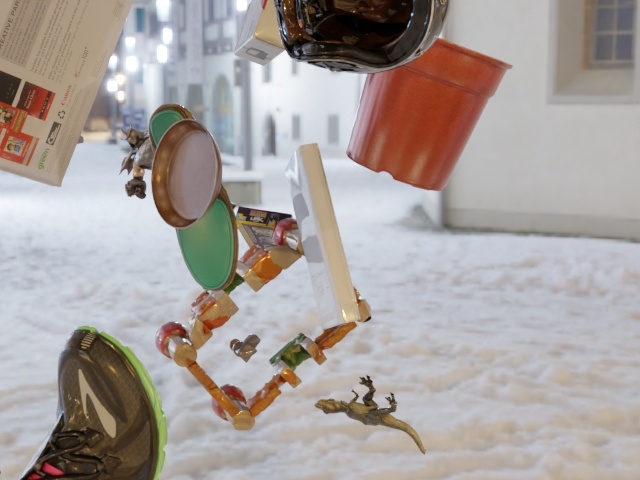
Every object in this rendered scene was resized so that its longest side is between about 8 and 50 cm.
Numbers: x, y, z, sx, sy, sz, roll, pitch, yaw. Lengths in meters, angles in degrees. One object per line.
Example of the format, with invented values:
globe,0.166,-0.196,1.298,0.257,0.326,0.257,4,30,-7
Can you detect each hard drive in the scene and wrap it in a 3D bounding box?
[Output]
hard drive,0.000,0.000,1.975,0.047,0.353,0.233,-13,-6,-11

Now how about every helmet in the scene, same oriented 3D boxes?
helmet,0.047,-0.246,0.984,0.162,0.169,0.169,-7,9,-16

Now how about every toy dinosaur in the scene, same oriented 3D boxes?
toy dinosaur,0.122,0.375,2.167,0.268,0.118,0.064,19,33,18

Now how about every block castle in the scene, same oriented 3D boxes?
block castle,-0.136,0.190,2.280,0.453,0.303,0.213,-42,20,-8

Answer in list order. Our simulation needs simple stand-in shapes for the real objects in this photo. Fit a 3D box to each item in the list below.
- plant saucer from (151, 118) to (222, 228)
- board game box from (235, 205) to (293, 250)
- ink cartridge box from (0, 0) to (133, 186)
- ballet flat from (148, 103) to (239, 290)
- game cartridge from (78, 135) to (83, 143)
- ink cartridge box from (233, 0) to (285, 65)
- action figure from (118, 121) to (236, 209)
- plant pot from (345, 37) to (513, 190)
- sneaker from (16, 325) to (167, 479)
plant saucer,-0.200,-0.101,1.489,0.029,0.168,0.168,4,3,-43
board game box,-0.124,-0.020,2.427,0.141,0.048,0.170,10,-23,16
ink cartridge box,-0.442,-0.264,1.352,0.130,0.309,0.272,24,2,35
ballet flat,-0.219,-0.083,1.753,0.116,0.342,0.124,-18,9,9
game cartridge,-0.461,-0.179,1.707,0.083,0.017,0.056,-10,29,-40
ink cartridge box,-0.104,-0.431,1.936,0.072,0.127,0.175,18,-6,-16
action figure,-0.297,-0.135,1.944,0.285,0.185,0.099,43,28,9
plant pot,0.185,-0.248,1.823,0.272,0.265,0.272,18,13,-4
sneaker,-0.357,0.367,1.417,0.185,0.482,0.202,9,3,29
